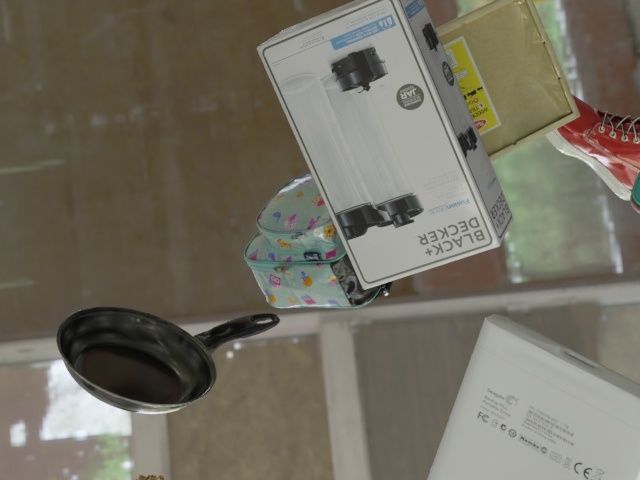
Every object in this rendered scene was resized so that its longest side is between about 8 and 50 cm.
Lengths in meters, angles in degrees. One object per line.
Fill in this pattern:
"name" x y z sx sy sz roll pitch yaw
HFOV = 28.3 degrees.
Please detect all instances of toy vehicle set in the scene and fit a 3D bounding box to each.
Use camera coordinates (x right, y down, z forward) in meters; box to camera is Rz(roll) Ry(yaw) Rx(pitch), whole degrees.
"toy vehicle set" 0.153 -0.162 1.463 0.166 0.267 0.035 66 167 -11

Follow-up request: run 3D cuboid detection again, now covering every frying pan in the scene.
"frying pan" -0.199 0.126 1.575 0.053 0.197 0.326 -68 -12 24

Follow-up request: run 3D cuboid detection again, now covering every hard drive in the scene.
"hard drive" 0.240 0.292 1.468 0.047 0.233 0.353 -14 -54 -56

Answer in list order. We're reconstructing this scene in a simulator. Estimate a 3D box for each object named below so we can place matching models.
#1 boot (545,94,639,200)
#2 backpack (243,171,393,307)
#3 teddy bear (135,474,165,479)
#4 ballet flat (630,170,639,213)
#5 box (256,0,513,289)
"boot" 0.436 -0.168 1.830 0.176 0.244 0.088 -30 30 54
"backpack" 0.000 0.000 1.535 0.144 0.188 0.166 55 -133 -22
"teddy bear" -0.165 0.342 1.132 0.338 0.245 0.113 45 154 -22
"ballet flat" 0.436 -0.105 1.452 0.221 0.077 0.079 -54 -31 -8
"box" 0.073 -0.111 1.349 0.290 0.169 0.087 67 -157 -13
